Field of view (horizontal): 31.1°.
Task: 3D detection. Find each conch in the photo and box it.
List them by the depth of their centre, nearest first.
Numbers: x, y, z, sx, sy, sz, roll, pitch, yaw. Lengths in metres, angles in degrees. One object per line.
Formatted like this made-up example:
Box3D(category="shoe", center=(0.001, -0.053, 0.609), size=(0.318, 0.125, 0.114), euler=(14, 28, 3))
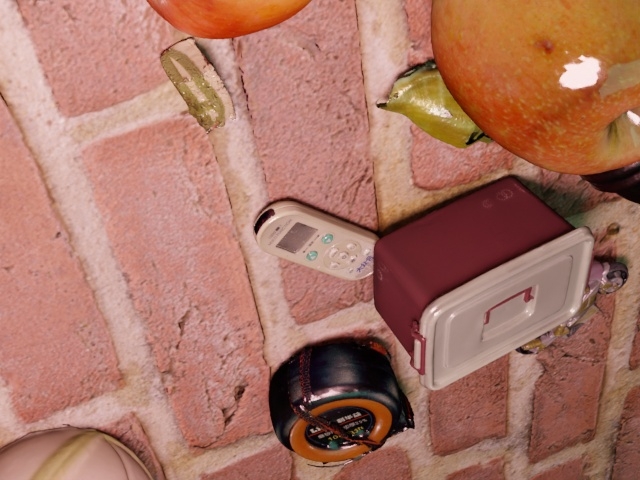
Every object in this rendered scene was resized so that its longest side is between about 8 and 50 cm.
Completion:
Box3D(category="conch", center=(0.171, -0.168, 1.446), size=(0.201, 0.079, 0.095), euler=(23, 101, -33))

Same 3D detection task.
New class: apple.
Box3D(category="apple", center=(-0.084, -0.284, 1.099), size=(0.199, 0.199, 0.199), euler=(-15, 139, -14))
Box3D(category="apple", center=(0.295, -0.224, 1.290), size=(0.319, 0.277, 0.319), euler=(-16, 141, -13))

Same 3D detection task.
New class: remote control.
Box3D(category="remote control", center=(0.000, 0.000, 1.549), size=(0.221, 0.042, 0.078), euler=(21, 121, -41))

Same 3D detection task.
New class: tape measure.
Box3D(category="tape measure", center=(0.025, 0.247, 1.760), size=(0.202, 0.135, 0.223), euler=(-23, 139, 11))

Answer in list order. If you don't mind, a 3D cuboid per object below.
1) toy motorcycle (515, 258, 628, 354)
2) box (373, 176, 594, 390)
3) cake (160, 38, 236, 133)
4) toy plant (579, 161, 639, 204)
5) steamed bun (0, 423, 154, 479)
Box3D(category="toy motorcycle", center=(0.382, 0.094, 1.836), size=(0.225, 0.073, 0.152), euler=(-40, 137, 13))
Box3D(category="box", center=(0.216, 0.050, 1.594), size=(0.294, 0.167, 0.193), euler=(-25, 143, -19))
Box3D(category="cake", center=(-0.129, -0.162, 1.299), size=(0.051, 0.055, 0.140), euler=(-34, 142, -2))
Box3D(category="toy plant", center=(0.392, -0.152, 1.522), size=(0.235, 0.175, 0.218), euler=(40, 102, -19))
Box3D(category="steamed bun", center=(-0.361, 0.443, 1.635), size=(0.309, 0.309, 0.309), euler=(-15, 139, -14))
